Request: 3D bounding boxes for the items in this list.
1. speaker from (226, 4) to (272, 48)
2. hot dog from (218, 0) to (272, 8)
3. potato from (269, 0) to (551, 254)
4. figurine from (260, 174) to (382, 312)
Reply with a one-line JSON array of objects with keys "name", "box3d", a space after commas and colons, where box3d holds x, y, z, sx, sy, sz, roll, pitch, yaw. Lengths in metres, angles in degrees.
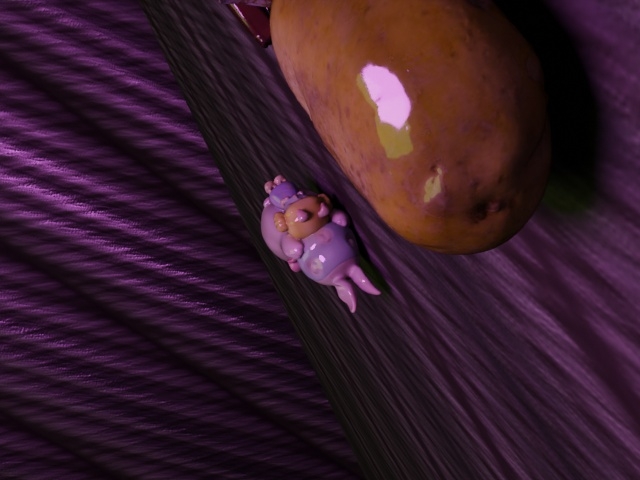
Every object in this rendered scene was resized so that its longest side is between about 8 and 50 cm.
[{"name": "speaker", "box3d": [-0.140, -0.393, 0.898, 0.259, 0.198, 0.329, 24, -173, -5]}, {"name": "hot dog", "box3d": [-0.017, -0.254, 0.487, 0.082, 0.163, 0.270, 47, 169, -1]}, {"name": "potato", "box3d": [0.065, -0.106, 0.503, 0.228, 0.149, 0.197, 50, 150, 43]}, {"name": "figurine", "box3d": [0.000, 0.000, 1.122, 0.235, 0.127, 0.155, 40, 145, 50]}]
